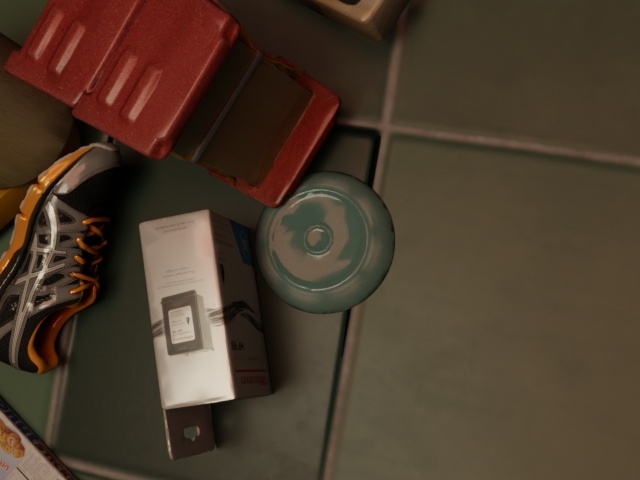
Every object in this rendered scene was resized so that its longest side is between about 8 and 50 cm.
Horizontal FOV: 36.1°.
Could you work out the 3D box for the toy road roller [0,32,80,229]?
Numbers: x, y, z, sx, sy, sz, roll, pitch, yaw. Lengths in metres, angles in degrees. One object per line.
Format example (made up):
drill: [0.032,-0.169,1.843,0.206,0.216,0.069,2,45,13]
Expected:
toy road roller: [-0.397,-0.097,0.828,0.329,0.202,0.240,-38,65,8]

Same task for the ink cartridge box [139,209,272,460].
ink cartridge box: [-0.085,0.074,0.772,0.060,0.104,0.180,-11,81,11]

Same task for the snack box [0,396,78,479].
snack box: [-0.282,0.179,0.850,0.178,0.022,0.064,42,95,15]

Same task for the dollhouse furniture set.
dollhouse furniture set: [-0.032,-0.224,0.732,0.152,0.201,0.374,34,94,24]

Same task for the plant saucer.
plant saucer: [0.000,0.000,0.802,0.119,0.021,0.119,-2,83,14]

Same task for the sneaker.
sneaker: [-0.218,0.016,0.829,0.083,0.084,0.215,33,101,13]
